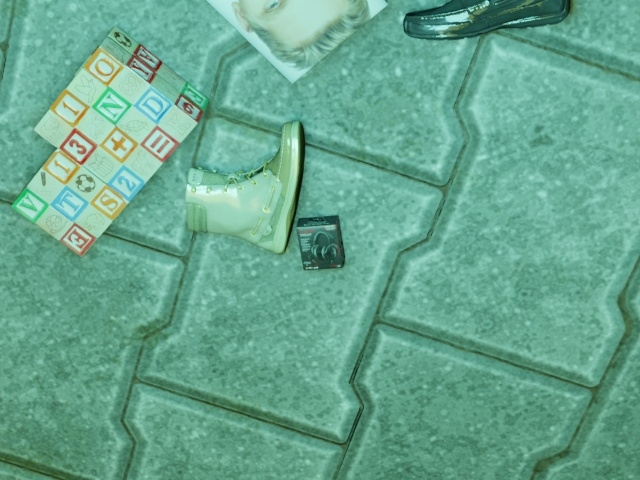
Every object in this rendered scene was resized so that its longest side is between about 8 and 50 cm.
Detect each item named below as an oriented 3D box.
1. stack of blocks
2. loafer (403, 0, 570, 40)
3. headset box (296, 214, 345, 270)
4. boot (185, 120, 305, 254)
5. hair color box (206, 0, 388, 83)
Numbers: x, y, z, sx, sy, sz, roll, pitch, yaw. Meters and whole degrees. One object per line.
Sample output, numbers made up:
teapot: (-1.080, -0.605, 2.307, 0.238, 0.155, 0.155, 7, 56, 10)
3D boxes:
stack of blocks: (-0.321, -0.139, 1.939, 0.171, 0.087, 0.297, 37, 117, -13)
loafer: (0.217, -0.314, 1.780, 0.223, 0.076, 0.078, -9, 112, 7)
headset box: (0.000, 0.000, 2.004, 0.062, 0.032, 0.083, -3, 120, 10)
boot: (-0.111, -0.088, 1.947, 0.165, 0.077, 0.213, 13, 123, 3)
hair color box: (-0.090, -0.382, 1.712, 0.174, 0.105, 0.347, -38, 122, 18)
